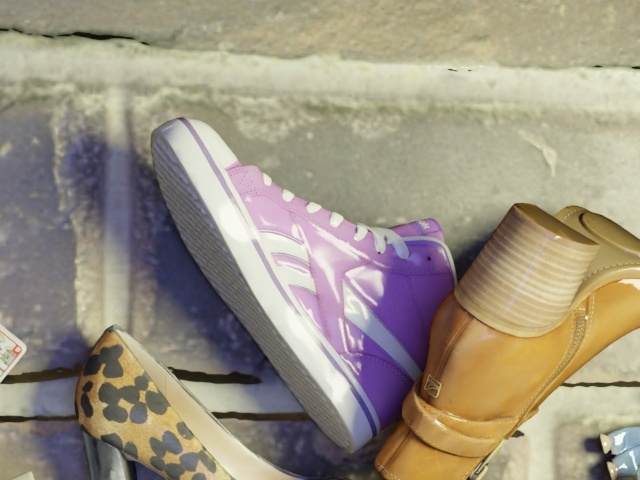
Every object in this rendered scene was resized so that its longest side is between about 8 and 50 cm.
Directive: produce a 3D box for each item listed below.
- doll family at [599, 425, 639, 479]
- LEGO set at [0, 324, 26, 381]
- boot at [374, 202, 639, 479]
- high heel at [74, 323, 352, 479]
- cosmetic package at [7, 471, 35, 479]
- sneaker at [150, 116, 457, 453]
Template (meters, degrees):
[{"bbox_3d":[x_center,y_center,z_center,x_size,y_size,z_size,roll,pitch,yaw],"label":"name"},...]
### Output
[{"bbox_3d":[0.292,0.211,1.237,0.111,0.076,0.193,-15,95,5],"label":"doll family"},{"bbox_3d":[-0.362,0.071,1.123,0.244,0.060,0.182,40,66,-9],"label":"LEGO set"},{"bbox_3d":[0.166,0.091,1.186,0.109,0.283,0.220,36,106,27],"label":"boot"},{"bbox_3d":[-0.044,0.142,1.143,0.261,0.093,0.186,-7,94,0],"label":"high heel"},{"bbox_3d":[-0.289,0.297,1.041,0.296,0.129,0.153,-23,53,-13],"label":"cosmetic package"},{"bbox_3d":[0.000,0.000,1.179,0.161,0.102,0.282,-39,106,-16],"label":"sneaker"}]
